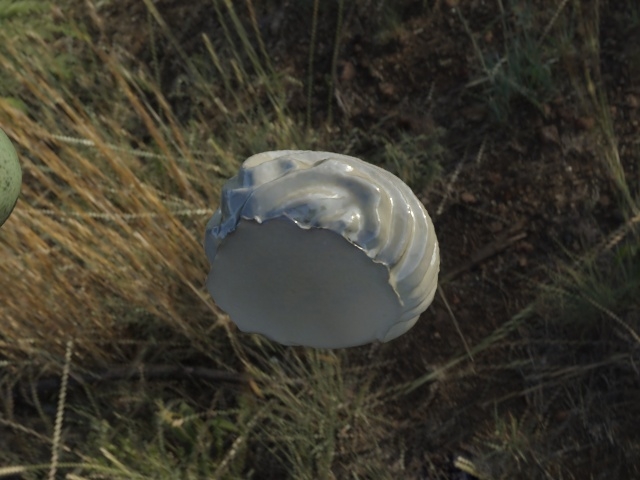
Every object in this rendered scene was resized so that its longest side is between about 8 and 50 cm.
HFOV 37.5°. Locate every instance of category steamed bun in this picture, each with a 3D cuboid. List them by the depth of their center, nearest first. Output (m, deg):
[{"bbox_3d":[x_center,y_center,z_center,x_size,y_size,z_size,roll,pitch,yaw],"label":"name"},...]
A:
[{"bbox_3d":[0.000,0.000,0.709,0.183,0.182,0.106,-5,43,22],"label":"steamed bun"}]

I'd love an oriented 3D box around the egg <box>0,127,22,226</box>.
[{"bbox_3d":[-0.355,-0.060,0.891,0.141,0.141,0.181,-15,19,15],"label":"egg"}]
